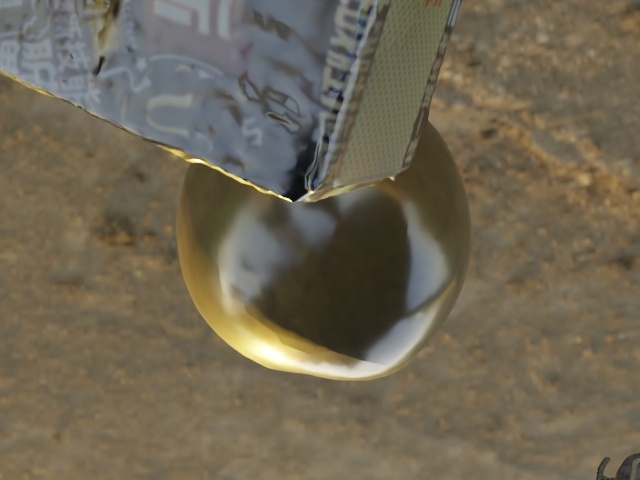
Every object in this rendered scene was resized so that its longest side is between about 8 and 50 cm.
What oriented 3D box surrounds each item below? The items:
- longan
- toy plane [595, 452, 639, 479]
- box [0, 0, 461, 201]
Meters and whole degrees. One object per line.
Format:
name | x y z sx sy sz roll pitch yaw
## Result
longan | 0.000 0.000 1.186 0.248 0.248 0.248 -4 143 -3
toy plane | 0.137 0.128 0.657 0.049 0.121 0.031 1 136 18
box | -0.089 -0.160 0.568 0.310 0.084 0.198 23 106 21
